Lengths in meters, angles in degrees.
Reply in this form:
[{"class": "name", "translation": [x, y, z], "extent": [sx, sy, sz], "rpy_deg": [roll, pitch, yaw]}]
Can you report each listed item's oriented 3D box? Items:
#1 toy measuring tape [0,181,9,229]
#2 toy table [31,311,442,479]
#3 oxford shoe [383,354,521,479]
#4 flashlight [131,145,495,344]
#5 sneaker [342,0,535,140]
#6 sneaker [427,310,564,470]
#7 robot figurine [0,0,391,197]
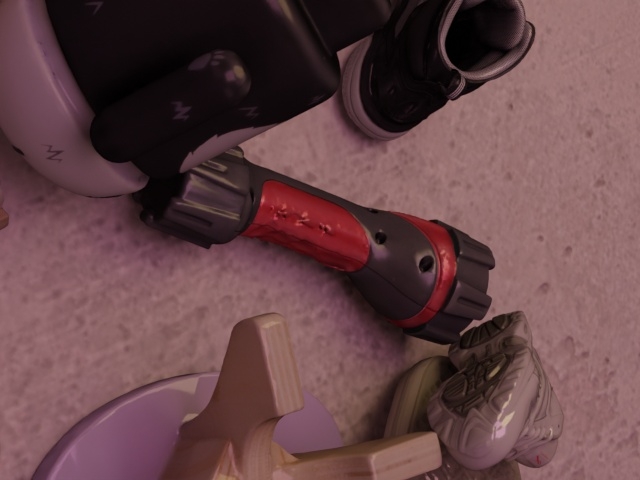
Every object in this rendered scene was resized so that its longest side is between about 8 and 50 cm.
[{"class": "toy measuring tape", "translation": [-0.295, -0.155, 0.923], "extent": [0.121, 0.121, 0.330], "rpy_deg": [-34, 125, -35]}, {"class": "toy table", "translation": [-0.057, 0.185, 0.989], "extent": [0.274, 0.161, 0.252], "rpy_deg": [-27, 99, -37]}, {"class": "oxford shoe", "translation": [0.078, 0.303, 1.097], "extent": [0.169, 0.130, 0.450], "rpy_deg": [25, 54, -33]}, {"class": "flashlight", "translation": [0.000, 0.000, 1.094], "extent": [0.304, 0.103, 0.103], "rpy_deg": [20, 72, -34]}, {"class": "sneaker", "translation": [0.125, -0.211, 1.183], "extent": [0.101, 0.153, 0.269], "rpy_deg": [36, 64, -27]}, {"class": "sneaker", "translation": [0.155, 0.139, 1.095], "extent": [0.115, 0.090, 0.232], "rpy_deg": [59, 20, -7]}, {"class": "robot figurine", "translation": [-0.093, -0.138, 0.934], "extent": [0.174, 0.278, 0.209], "rpy_deg": [66, 10, 11]}]
